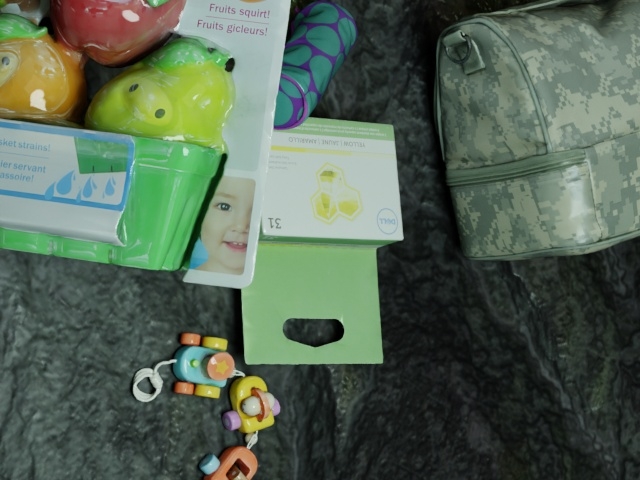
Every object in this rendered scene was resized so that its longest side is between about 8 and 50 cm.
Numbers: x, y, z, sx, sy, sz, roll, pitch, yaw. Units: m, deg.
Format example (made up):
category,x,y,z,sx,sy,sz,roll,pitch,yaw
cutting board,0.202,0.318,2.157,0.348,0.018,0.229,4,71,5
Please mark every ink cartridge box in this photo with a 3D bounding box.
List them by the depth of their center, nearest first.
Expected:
category,x,y,z,sx,sy,sz,roll,pitch,yaw
ink cartridge box,0.000,0.000,1.692,0.171,0.056,0.235,3,76,-34

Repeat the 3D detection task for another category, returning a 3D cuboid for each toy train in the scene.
category,x,y,z,sx,sy,sz,roll,pitch,yaw
toy train,-0.095,0.167,1.639,0.125,0.046,0.166,-46,112,-27

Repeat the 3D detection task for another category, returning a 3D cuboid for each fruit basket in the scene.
category,x,y,z,sx,sy,sz,roll,pitch,yaw
fruit basket,-0.191,-0.153,1.442,0.165,0.327,0.353,-23,121,-77

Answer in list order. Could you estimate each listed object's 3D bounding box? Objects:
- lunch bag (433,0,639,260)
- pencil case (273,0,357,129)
category,x,y,z,sx,sy,sz,roll,pitch,yaw
lunch bag,0.274,-0.133,1.805,0.305,0.212,0.256,-16,97,-34
pencil case,-0.019,-0.170,1.671,0.151,0.070,0.064,-58,161,-49
